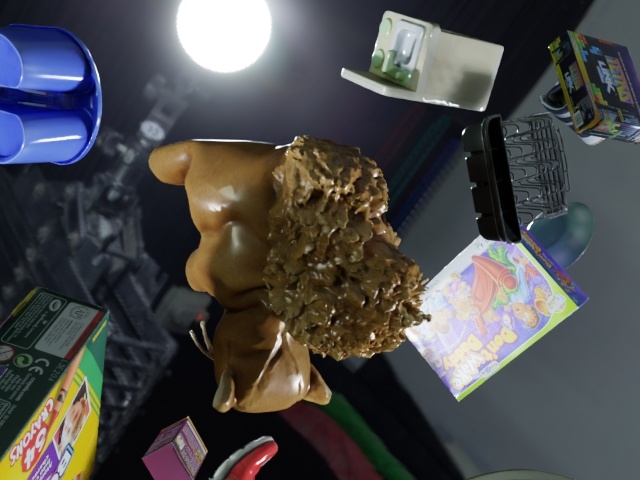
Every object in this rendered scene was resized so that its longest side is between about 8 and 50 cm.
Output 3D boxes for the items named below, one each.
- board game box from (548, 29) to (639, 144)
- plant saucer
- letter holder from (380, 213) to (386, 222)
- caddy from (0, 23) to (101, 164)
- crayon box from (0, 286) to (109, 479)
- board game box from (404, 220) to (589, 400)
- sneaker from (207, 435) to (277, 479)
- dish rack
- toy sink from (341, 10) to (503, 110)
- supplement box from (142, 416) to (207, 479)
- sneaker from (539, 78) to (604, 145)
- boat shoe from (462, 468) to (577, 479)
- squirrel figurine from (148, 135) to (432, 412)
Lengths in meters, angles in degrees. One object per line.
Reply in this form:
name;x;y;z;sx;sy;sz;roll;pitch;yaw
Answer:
board game box;0.455;-0.246;1.277;0.141;0.048;0.170;4;-116;-27
plant saucer;0.505;-0.012;1.734;0.037;0.195;0.195;36;-171;-26
letter holder;0.000;0.000;1.669;0.215;0.302;0.152;-2;-118;-9
caddy;-0.528;-0.260;1.406;0.341;0.241;0.179;15;-163;34
crayon box;-0.365;0.284;0.876;0.106;0.313;0.363;18;-143;4
board game box;0.346;0.143;1.664;0.233;0.347;0.078;51;-148;14
sneaker;-0.172;0.516;1.585;0.118;0.279;0.107;37;152;16
dish rack;0.350;-0.117;1.339;0.272;0.208;0.074;-16;-172;-39
toy sink;0.180;-0.325;1.411;0.234;0.131;0.153;2;-159;-32
supplement box;-0.338;0.502;1.857;0.104;0.081;0.188;61;-176;-3
sneaker;0.589;-0.353;1.888;0.153;0.099;0.282;33;-150;-24
boat shoe;0.175;0.217;0.514;0.285;0.102;0.092;11;-170;-24
squirrel figurine;-0.050;0.058;1.086;0.281;0.370;0.397;8;174;-38
